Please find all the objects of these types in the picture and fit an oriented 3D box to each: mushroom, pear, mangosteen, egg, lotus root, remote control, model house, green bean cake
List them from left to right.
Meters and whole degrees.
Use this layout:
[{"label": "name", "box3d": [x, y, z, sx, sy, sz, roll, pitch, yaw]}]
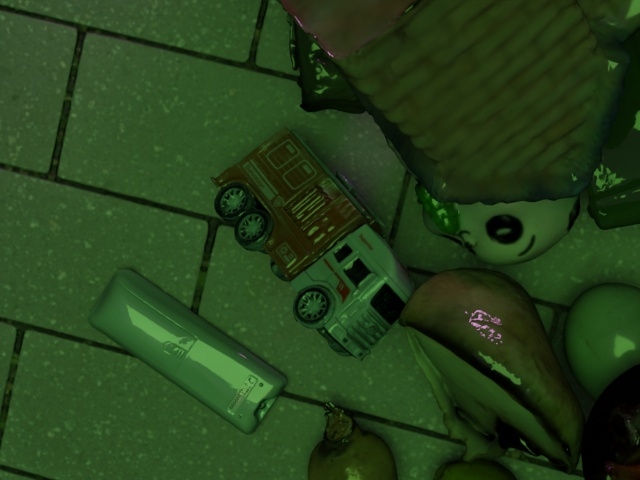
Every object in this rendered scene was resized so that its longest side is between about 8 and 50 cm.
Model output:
[{"label": "remote control", "box3d": [-0.194, 0.160, 1.600, 0.293, 0.051, 0.103, 34, 99, 1]}, {"label": "green bean cake", "box3d": [0.017, -0.274, 1.444, 0.125, 0.222, 0.227, -1, 95, -3]}, {"label": "lotus root", "box3d": [0.044, 0.333, 1.560, 0.125, 0.118, 0.220, -8, 99, -9]}, {"label": "pear", "box3d": [0.218, 0.351, 1.544, 0.131, 0.107, 0.107, 23, 99, -11]}, {"label": "model house", "box3d": [0.196, -0.299, 1.165, 0.445, 0.395, 0.400, -41, 133, 8]}, {"label": "mushroom", "box3d": [0.255, 0.168, 1.437, 0.217, 0.212, 0.292, 17, 137, 34]}, {"label": "egg", "box3d": [0.402, 0.147, 1.474, 0.149, 0.149, 0.192, -27, 98, 9]}, {"label": "mangosteen", "box3d": [0.402, 0.257, 1.296, 0.236, 0.261, 0.235, 5, 98, 41]}]

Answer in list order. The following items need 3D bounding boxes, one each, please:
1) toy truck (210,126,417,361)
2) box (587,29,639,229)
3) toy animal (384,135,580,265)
[{"label": "toy truck", "box3d": [0.000, 0.000, 1.456, 0.162, 0.136, 0.305, -41, 57, 3]}, {"label": "box", "box3d": [0.391, -0.174, 1.397, 0.178, 0.253, 0.328, -18, 93, 18]}, {"label": "toy animal", "box3d": [0.206, -0.092, 1.445, 0.213, 0.212, 0.266, -23, 87, 9]}]
